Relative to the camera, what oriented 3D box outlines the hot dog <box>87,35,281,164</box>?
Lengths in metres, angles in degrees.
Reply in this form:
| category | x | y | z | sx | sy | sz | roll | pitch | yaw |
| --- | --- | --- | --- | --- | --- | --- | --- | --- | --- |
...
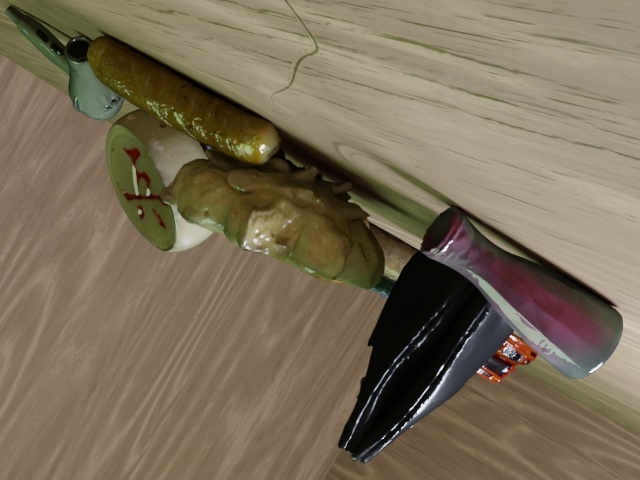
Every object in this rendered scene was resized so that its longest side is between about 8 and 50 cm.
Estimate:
| category | x | y | z | sx | sy | sz | roll | pitch | yaw |
| --- | --- | --- | --- | --- | --- | --- | --- | --- | --- |
| hot dog | -0.170 | -0.168 | 1.367 | 0.286 | 0.061 | 0.088 | 28 | 165 | 26 |

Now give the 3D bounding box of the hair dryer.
| category | x | y | z | sx | sy | sz | roll | pitch | yaw |
| --- | --- | --- | --- | --- | --- | --- | --- | --- | --- |
| hair dryer | -0.366 | -0.272 | 1.641 | 0.225 | 0.088 | 0.219 | 47 | 167 | -12 |

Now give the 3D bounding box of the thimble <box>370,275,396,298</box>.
| category | x | y | z | sx | sy | sz | roll | pitch | yaw |
| --- | --- | --- | --- | --- | --- | --- | --- | --- | --- |
| thimble | 0.149 | 0.070 | 1.889 | 0.118 | 0.090 | 0.135 | 32 | 177 | -31 |

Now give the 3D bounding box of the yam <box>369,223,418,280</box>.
| category | x | y | z | sx | sy | sz | roll | pitch | yaw |
| --- | --- | --- | --- | --- | --- | --- | --- | --- | --- |
| yam | 0.164 | 0.055 | 1.791 | 0.299 | 0.066 | 0.066 | 29 | 177 | 11 |

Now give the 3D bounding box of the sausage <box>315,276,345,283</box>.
| category | x | y | z | sx | sy | sz | roll | pitch | yaw |
| --- | --- | --- | --- | --- | --- | --- | --- | --- | --- |
| sausage | 0.000 | -0.001 | 1.916 | 0.136 | 0.120 | 0.241 | 11 | 166 | 35 |

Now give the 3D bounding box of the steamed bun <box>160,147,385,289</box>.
| category | x | y | z | sx | sy | sz | roll | pitch | yaw |
| --- | --- | --- | --- | --- | --- | --- | --- | --- | --- |
| steamed bun | -0.044 | -0.043 | 1.426 | 0.292 | 0.137 | 0.295 | 26 | 180 | 12 |

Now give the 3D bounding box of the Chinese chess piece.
| category | x | y | z | sx | sy | sz | roll | pitch | yaw |
| --- | --- | --- | --- | --- | --- | --- | --- | --- | --- |
| Chinese chess piece | -0.263 | -0.103 | 1.907 | 0.250 | 0.103 | 0.250 | 41 | 145 | 37 |

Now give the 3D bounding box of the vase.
| category | x | y | z | sx | sy | sz | roll | pitch | yaw |
| --- | --- | --- | --- | --- | --- | --- | --- | --- | --- |
| vase | 0.199 | 0.048 | 1.144 | 0.214 | 0.086 | 0.086 | 36 | 176 | -14 |

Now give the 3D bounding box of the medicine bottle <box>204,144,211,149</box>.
| category | x | y | z | sx | sy | sz | roll | pitch | yaw |
| --- | --- | --- | --- | --- | --- | --- | --- | --- | --- |
| medicine bottle | -0.215 | -0.142 | 2.029 | 0.083 | 0.083 | 0.203 | 32 | 176 | -22 |

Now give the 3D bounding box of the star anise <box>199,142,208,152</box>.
| category | x | y | z | sx | sy | sz | roll | pitch | yaw |
| --- | --- | --- | --- | --- | --- | --- | --- | --- | --- |
| star anise | -0.128 | -0.110 | 1.804 | 0.190 | 0.070 | 0.097 | 45 | 155 | 6 |

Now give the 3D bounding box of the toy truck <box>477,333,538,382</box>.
| category | x | y | z | sx | sy | sz | roll | pitch | yaw |
| --- | --- | --- | --- | --- | --- | --- | --- | --- | --- |
| toy truck | 0.316 | 0.200 | 2.216 | 0.107 | 0.114 | 0.252 | 33 | 178 | -21 |

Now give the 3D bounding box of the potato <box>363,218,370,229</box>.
| category | x | y | z | sx | sy | sz | roll | pitch | yaw |
| --- | --- | --- | --- | --- | --- | --- | --- | --- | --- |
| potato | 0.053 | -0.034 | 1.703 | 0.037 | 0.036 | 0.093 | -11 | -135 | -33 |

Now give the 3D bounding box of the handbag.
| category | x | y | z | sx | sy | sz | roll | pitch | yaw |
| --- | --- | --- | --- | --- | --- | --- | --- | --- | --- |
| handbag | 0.123 | 0.141 | 1.409 | 0.152 | 0.288 | 0.342 | 35 | 177 | 8 |
